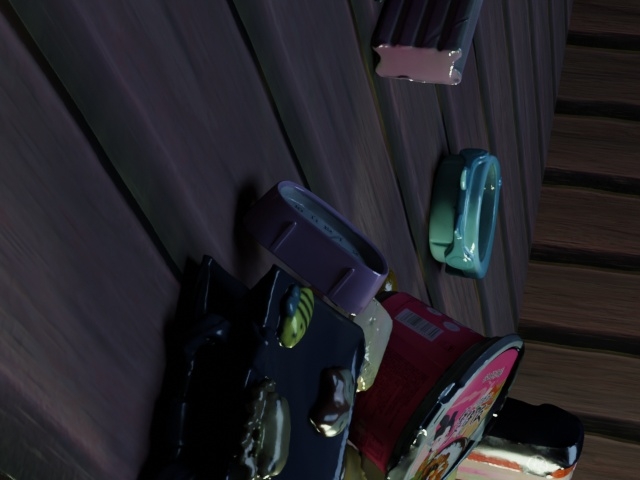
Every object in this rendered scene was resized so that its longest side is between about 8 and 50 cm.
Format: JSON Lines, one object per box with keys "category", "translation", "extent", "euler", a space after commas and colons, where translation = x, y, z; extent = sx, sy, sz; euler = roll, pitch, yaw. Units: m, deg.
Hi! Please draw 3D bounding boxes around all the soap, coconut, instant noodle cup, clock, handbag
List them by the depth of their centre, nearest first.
{"category": "handbag", "translation": [-0.059, 0.193, 1.321], "extent": [0.329, 0.121, 0.303], "euler": [47, 52, -70]}
{"category": "clock", "translation": [0.000, 0.000, 1.395], "extent": [0.050, 0.152, 0.110], "euler": [-49, -173, 18]}
{"category": "coconut", "translation": [0.023, 0.105, 1.591], "extent": [0.116, 0.116, 0.122], "euler": [76, 25, -54]}
{"category": "instant noodle cup", "translation": [0.107, 0.177, 1.726], "extent": [0.258, 0.181, 0.302], "euler": [-51, 158, -9]}
{"category": "soap", "translation": [0.151, -0.305, 1.883], "extent": [0.065, 0.122, 0.203], "euler": [81, 22, -50]}
{"category": "clock", "translation": [0.253, -0.055, 2.464], "extent": [0.274, 0.094, 0.224], "euler": [31, 66, -72]}

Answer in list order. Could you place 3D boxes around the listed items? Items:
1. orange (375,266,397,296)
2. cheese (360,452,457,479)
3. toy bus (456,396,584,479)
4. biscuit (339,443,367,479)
{"category": "orange", "translation": [0.065, 0.066, 1.821], "extent": [0.085, 0.085, 0.085], "euler": [7, 90, -76]}
{"category": "cheese", "translation": [0.148, 0.303, 2.169], "extent": [0.265, 0.123, 0.243], "euler": [21, 73, -76]}
{"category": "toy bus", "translation": [0.296, 0.345, 2.406], "extent": [0.127, 0.302, 0.147], "euler": [-68, 166, -45]}
{"category": "biscuit", "translation": [-0.004, 0.515, 1.706], "extent": [0.429, 0.104, 0.446], "euler": [77, 22, -62]}
